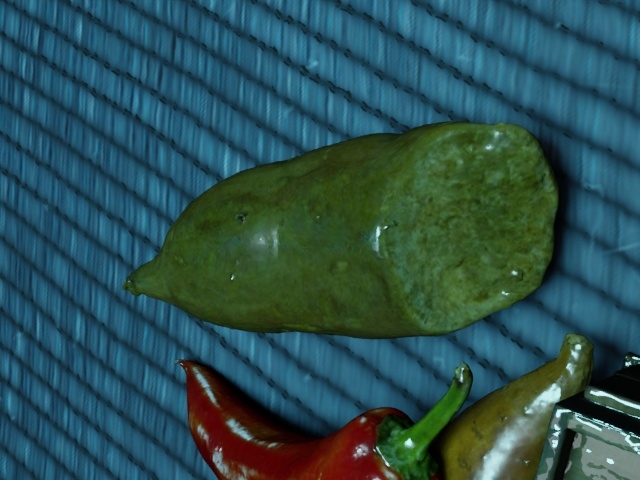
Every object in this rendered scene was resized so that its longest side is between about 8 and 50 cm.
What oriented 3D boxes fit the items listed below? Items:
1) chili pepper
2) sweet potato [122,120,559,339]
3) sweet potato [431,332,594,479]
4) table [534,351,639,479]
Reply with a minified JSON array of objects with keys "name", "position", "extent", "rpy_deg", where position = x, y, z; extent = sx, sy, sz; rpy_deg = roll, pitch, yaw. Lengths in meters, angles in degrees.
[{"name":"chili pepper","position":[-0.019,0.160,0.799],"extent":[0.368,0.092,0.137],"rpy_deg":[-7,90,51]},{"name":"sweet potato","position":[0.000,0.000,0.823],"extent":[0.370,0.158,0.157],"rpy_deg":[-5,88,36]},{"name":"sweet potato","position":[0.115,0.212,0.772],"extent":[0.112,0.112,0.359],"rpy_deg":[33,119,25]},{"name":"table","position":[0.234,0.180,0.658],"extent":[0.169,0.193,0.172],"rpy_deg":[17,99,28]}]
